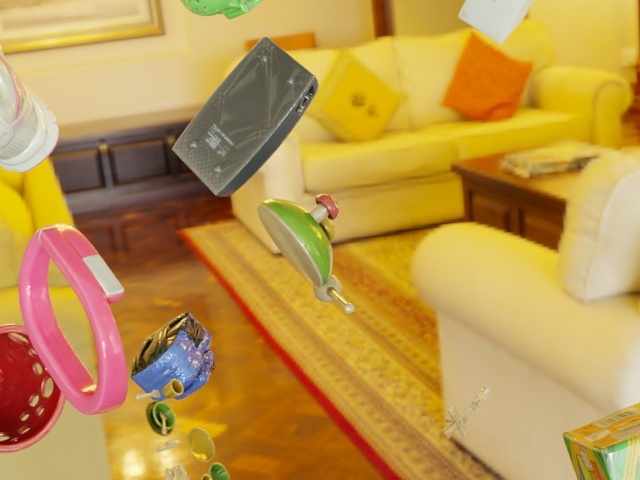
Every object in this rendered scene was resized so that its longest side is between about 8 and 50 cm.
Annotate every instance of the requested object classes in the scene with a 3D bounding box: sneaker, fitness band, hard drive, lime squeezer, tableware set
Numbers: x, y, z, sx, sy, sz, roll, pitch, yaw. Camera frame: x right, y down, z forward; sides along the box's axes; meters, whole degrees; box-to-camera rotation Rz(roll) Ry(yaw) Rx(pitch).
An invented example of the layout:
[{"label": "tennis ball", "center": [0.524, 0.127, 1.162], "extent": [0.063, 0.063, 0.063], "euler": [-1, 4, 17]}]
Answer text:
[{"label": "sneaker", "center": [-0.377, -0.186, 1.084], "extent": [0.103, 0.252, 0.111], "euler": [-43, -7, 1]}, {"label": "fitness band", "center": [-0.338, 0.104, 1.419], "extent": [0.054, 0.209, 0.291], "euler": [-10, 41, -37]}, {"label": "hard drive", "center": [-0.122, -0.204, 1.761], "extent": [0.172, 0.255, 0.054], "euler": [44, 7, 38]}, {"label": "lime squeezer", "center": [-0.087, -0.269, 1.029], "extent": [0.310, 0.110, 0.059], "euler": [-2, -20, -39]}, {"label": "tableware set", "center": [-0.168, 0.250, 1.322], "extent": [0.024, 0.154, 0.104], "euler": [-32, -15, 29]}]

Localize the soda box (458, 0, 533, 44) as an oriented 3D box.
[{"label": "soda box", "center": [0.246, -0.344, 1.251], "extent": [0.069, 0.216, 0.074], "euler": [35, 51, 9]}]

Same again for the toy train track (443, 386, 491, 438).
[{"label": "toy train track", "center": [0.178, 0.210, 1.285], "extent": [0.083, 0.048, 0.014], "euler": [-41, 25, -23]}]

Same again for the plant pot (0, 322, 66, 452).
[{"label": "plant pot", "center": [-0.510, 0.222, 1.592], "extent": [0.174, 0.191, 0.191], "euler": [-5, 12, 45]}]

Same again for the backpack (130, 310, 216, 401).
[{"label": "backpack", "center": [-0.204, 0.172, 1.480], "extent": [0.098, 0.101, 0.120], "euler": [-40, 10, 21]}]

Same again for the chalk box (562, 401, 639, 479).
[{"label": "chalk box", "center": [0.520, 0.410, 1.594], "extent": [0.180, 0.289, 0.179], "euler": [-20, 0, -6]}]

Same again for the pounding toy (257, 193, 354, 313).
[{"label": "pounding toy", "center": [0.000, 0.000, 1.858], "extent": [0.110, 0.237, 0.183], "euler": [-38, 13, -12]}]
